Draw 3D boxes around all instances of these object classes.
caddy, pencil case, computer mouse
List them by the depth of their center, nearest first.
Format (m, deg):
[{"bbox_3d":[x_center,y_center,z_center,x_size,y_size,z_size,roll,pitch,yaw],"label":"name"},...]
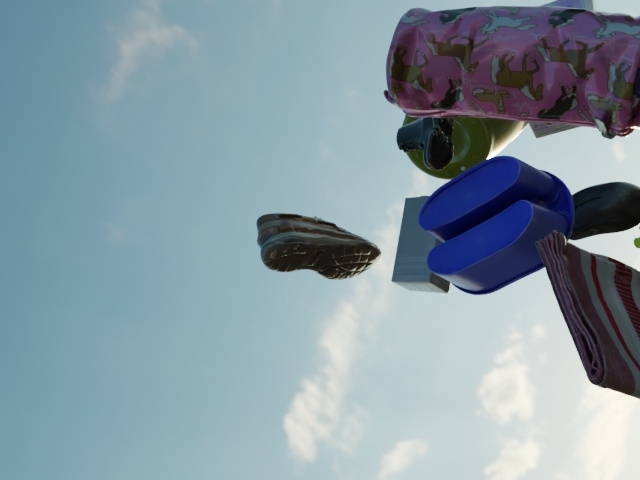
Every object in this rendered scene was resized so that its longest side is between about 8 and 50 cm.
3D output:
[{"bbox_3d":[0.289,-0.253,1.196,0.160,0.386,0.167,75,-146,-44],"label":"pencil case"},{"bbox_3d":[0.378,-0.028,1.760,0.341,0.241,0.179,-31,-39,35],"label":"caddy"},{"bbox_3d":[0.607,-0.061,1.840,0.072,0.272,0.188,46,-144,-39],"label":"computer mouse"}]

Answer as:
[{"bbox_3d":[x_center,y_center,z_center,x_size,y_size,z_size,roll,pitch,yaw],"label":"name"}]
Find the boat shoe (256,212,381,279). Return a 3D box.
[{"bbox_3d":[0.000,0.000,1.702,0.324,0.116,0.123,12,-48,-45],"label":"boat shoe"}]

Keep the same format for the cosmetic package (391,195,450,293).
[{"bbox_3d":[0.276,0.008,2.108,0.107,0.127,0.238,29,-110,-44],"label":"cosmetic package"}]

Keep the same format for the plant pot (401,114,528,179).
[{"bbox_3d":[0.384,-0.346,2.223,0.353,0.366,0.366,-55,-29,-51],"label":"plant pot"}]

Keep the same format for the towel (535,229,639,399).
[{"bbox_3d":[0.447,0.124,1.096,0.329,0.237,0.037,19,-48,-28],"label":"towel"}]

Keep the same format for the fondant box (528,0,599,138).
[{"bbox_3d":[0.584,-0.416,1.968,0.330,0.238,0.096,50,-142,-41],"label":"fondant box"}]

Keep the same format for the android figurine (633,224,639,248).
[{"bbox_3d":[0.637,-0.016,1.316,0.248,0.273,0.056,35,-119,-16],"label":"android figurine"}]

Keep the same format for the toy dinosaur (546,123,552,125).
[{"bbox_3d":[0.432,-0.274,1.519,0.093,0.053,0.183,64,-149,-20],"label":"toy dinosaur"}]

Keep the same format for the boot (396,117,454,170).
[{"bbox_3d":[0.223,-0.207,1.811,0.077,0.137,0.198,46,-140,-25],"label":"boot"}]
